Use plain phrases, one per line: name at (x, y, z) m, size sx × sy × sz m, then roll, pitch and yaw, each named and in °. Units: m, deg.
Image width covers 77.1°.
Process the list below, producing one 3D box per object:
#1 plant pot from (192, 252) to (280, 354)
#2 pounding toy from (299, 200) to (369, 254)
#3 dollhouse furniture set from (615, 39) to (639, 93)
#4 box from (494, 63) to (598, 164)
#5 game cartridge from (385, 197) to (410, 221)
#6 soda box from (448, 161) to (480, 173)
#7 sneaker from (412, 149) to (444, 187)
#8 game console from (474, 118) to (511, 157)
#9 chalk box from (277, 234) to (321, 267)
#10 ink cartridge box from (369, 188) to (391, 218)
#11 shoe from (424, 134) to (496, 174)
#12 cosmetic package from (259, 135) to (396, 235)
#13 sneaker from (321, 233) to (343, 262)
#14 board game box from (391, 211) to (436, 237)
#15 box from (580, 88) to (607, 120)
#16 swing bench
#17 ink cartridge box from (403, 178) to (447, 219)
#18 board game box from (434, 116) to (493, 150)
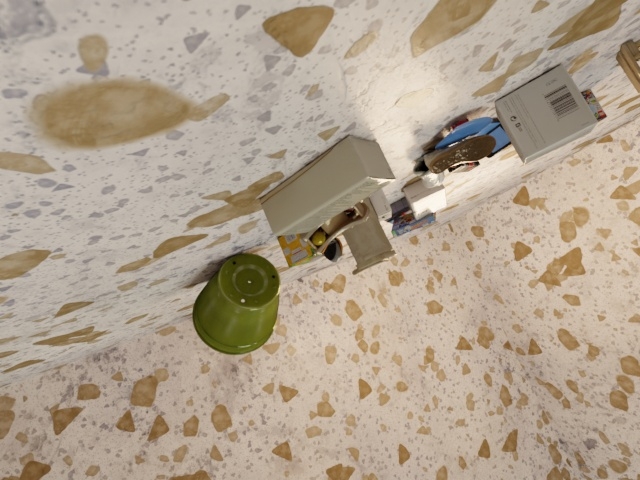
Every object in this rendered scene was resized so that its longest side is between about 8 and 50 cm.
plant pot at (-0.316, 0.233, 1.633) m, size 0.367 × 0.366 × 0.353 m, roll -18°, pitch 156°, yaw -31°
pounding toy at (0.076, -0.058, 1.219) m, size 0.269 × 0.155 × 0.154 m, roll -45°, pitch -150°, yaw -4°
dollhouse furniture set at (0.899, -0.499, 1.053) m, size 0.151 × 0.123 × 0.144 m, roll -29°, pitch 169°, yaw 29°
box at (0.597, -0.331, 1.081) m, size 0.182 × 0.180 × 0.119 m, roll -28°, pitch 169°, yaw 24°
game cartridge at (0.430, -0.156, 1.990) m, size 0.230 × 0.068 × 0.355 m, roll -31°, pitch 168°, yaw 17°
soda box at (0.537, -0.293, 1.518) m, size 0.169 × 0.053 × 0.060 m, roll -14°, pitch 166°, yaw -45°
sneaker at (0.358, -0.240, 1.343) m, size 0.116 × 0.090 × 0.232 m, roll -16°, pitch 161°, yaw -3°
game console at (0.545, -0.324, 1.296) m, size 0.085 × 0.124 × 0.144 m, roll -49°, pitch -175°, yaw -32°
chalk box at (-0.040, 0.014, 1.585) m, size 0.132 × 0.131 × 0.213 m, roll -29°, pitch 168°, yaw 32°
ink cartridge box at (0.223, -0.133, 1.511) m, size 0.056 × 0.099 × 0.135 m, roll -24°, pitch 169°, yaw 6°
shoe at (0.416, -0.265, 1.201) m, size 0.219 × 0.076 × 0.058 m, roll -21°, pitch -148°, yaw -4°
cosmetic package at (0.014, -0.128, 1.023) m, size 0.310 × 0.113 × 0.160 m, roll -30°, pitch 168°, yaw 31°
sneaker at (0.000, 0.000, 1.426) m, size 0.083 × 0.215 × 0.084 m, roll 3°, pitch 127°, yaw -45°
board game box at (0.427, -0.091, 1.841) m, size 0.201 × 0.035 × 0.136 m, roll -22°, pitch -160°, yaw 26°
box at (0.847, -0.427, 1.343) m, size 0.207 × 0.114 × 0.036 m, roll -21°, pitch 169°, yaw -18°
swing bench at (0.146, -0.027, 1.448) m, size 0.165 × 0.253 × 0.254 m, roll -23°, pitch 171°, yaw -4°
ink cartridge box at (0.441, -0.181, 1.685) m, size 0.148 × 0.085 × 0.203 m, roll -26°, pitch 156°, yaw 10°
board game box at (0.401, -0.316, 1.150) m, size 0.133 × 0.033 × 0.168 m, roll -14°, pitch 166°, yaw -23°
